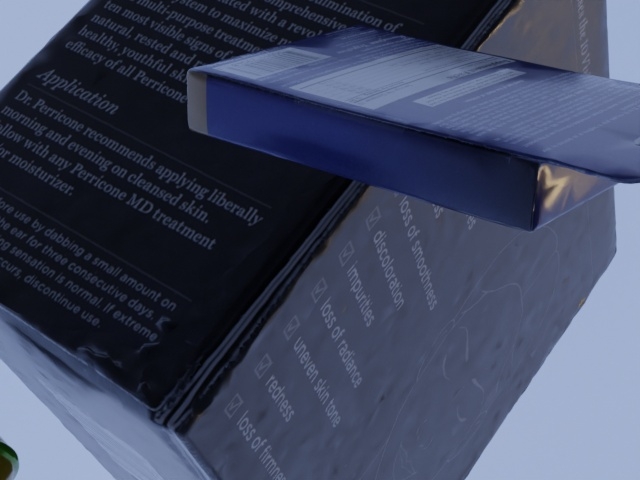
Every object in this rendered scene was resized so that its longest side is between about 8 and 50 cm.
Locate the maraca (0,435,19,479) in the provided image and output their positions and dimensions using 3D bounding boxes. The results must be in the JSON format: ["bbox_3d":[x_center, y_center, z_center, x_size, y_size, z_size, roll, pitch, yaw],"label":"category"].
[{"bbox_3d":[-0.324,0.184,0.899,0.185,0.127,0.099,-7,-126,-18],"label":"maraca"}]

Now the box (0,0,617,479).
[{"bbox_3d":[0.000,0.000,0.964,0.297,0.480,0.472,29,-112,30],"label":"box"}]

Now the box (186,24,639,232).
[{"bbox_3d":[0.066,-0.055,0.539,0.136,0.225,0.036,-24,-57,-46],"label":"box"}]
